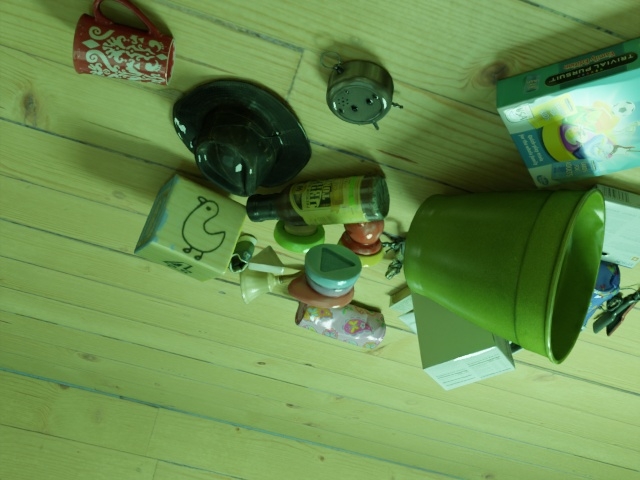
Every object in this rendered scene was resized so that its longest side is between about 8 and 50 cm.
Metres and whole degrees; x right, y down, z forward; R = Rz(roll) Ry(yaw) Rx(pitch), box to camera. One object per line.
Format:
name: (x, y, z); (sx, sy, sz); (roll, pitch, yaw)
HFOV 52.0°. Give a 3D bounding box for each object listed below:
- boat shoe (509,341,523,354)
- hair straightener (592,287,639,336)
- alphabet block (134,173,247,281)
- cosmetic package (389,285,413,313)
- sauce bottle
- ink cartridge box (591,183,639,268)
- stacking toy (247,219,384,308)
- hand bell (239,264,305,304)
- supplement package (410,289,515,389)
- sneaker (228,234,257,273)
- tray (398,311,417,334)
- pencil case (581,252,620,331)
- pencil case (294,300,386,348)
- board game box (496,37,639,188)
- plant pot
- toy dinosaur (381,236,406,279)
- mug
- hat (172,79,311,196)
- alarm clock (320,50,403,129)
boat shoe: (0.631, 0.277, 1.956); (0.095, 0.084, 0.258); (18, 147, -11)
hair straightener: (0.809, 0.196, 1.815); (0.089, 0.047, 0.230); (11, 147, -1)
alphabet block: (-0.323, -0.025, 1.633); (0.197, 0.192, 0.193); (24, 163, -21)
cosmetic package: (0.259, 0.172, 1.940); (0.060, 0.041, 0.115); (24, 145, -22)
sauce bottle: (-0.014, -0.087, 1.552); (0.345, 0.111, 0.111); (-5, 144, 24)
ink cartridge box: (0.678, -0.029, 1.509); (0.223, 0.045, 0.224); (14, 148, -5)
stacking toy: (0.000, 0.000, 1.562); (0.280, 0.309, 0.130); (21, 128, 13)
hand bell: (-0.106, 0.111, 1.922); (0.242, 0.126, 0.126); (-8, 145, 4)
supplement package: (0.377, 0.233, 1.764); (0.204, 0.261, 0.145); (-24, 135, 23)
sneaker: (-0.247, 0.056, 1.862); (0.064, 0.086, 0.192); (27, 144, -24)
tray: (0.384, 0.234, 1.973); (0.270, 0.030, 0.145); (-20, 139, 26)
pencil case: (0.674, 0.149, 1.713); (0.133, 0.119, 0.306); (29, 151, 15)
pencil case: (0.065, 0.248, 2.046); (0.284, 0.124, 0.124); (18, 147, -13)
board game box: (0.529, -0.232, 1.207); (0.336, 0.079, 0.254); (-12, 141, 31)
plant pot: (0.385, 0.040, 1.430); (0.353, 0.366, 0.366); (14, 153, 33)
toy dinosaur: (0.215, 0.018, 1.700); (0.118, 0.064, 0.268); (10, 148, -25)
mug: (-0.364, -0.364, 1.230); (0.169, 0.113, 0.150); (11, 149, -7)
hat: (-0.179, -0.185, 1.431); (0.332, 0.133, 0.331); (7, 147, 4)
alarm clock: (0.064, -0.293, 1.265); (0.129, 0.064, 0.192); (-17, 135, 36)
